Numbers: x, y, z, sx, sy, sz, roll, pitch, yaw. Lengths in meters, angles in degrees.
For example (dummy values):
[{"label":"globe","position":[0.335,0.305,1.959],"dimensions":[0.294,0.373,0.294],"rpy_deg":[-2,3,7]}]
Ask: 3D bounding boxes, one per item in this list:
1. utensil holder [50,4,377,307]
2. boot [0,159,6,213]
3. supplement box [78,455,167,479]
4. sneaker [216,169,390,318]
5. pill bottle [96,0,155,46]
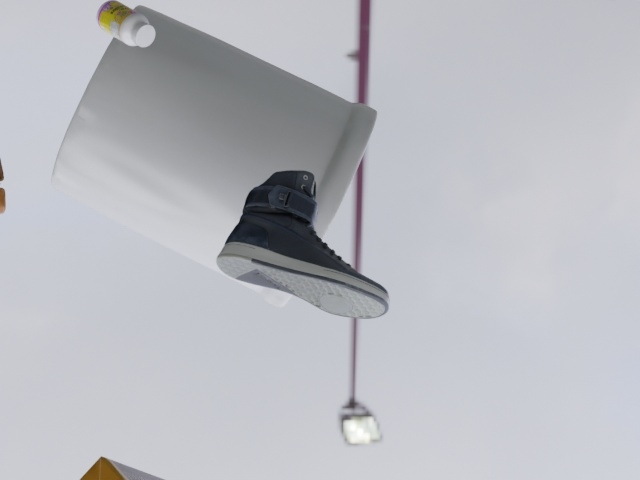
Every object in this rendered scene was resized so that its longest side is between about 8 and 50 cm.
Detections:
[{"label":"utensil holder","position":[-0.158,-0.129,1.912],"dimensions":[0.385,0.327,0.327],"rpy_deg":[26,-160,-6]},{"label":"boot","position":[-0.537,-0.121,1.880],"dimensions":[0.152,0.197,0.073],"rpy_deg":[-6,-173,-36]},{"label":"supplement box","position":[-0.180,0.357,1.397],"dimensions":[0.191,0.129,0.194],"rpy_deg":[41,177,24]},{"label":"sneaker","position":[0.000,-0.001,1.667],"dimensions":[0.226,0.086,0.163],"rpy_deg":[21,-123,2]},{"label":"pill bottle","position":[-0.248,-0.276,1.661],"dimensions":[0.043,0.043,0.083],"rpy_deg":[-18,-142,-40]}]
